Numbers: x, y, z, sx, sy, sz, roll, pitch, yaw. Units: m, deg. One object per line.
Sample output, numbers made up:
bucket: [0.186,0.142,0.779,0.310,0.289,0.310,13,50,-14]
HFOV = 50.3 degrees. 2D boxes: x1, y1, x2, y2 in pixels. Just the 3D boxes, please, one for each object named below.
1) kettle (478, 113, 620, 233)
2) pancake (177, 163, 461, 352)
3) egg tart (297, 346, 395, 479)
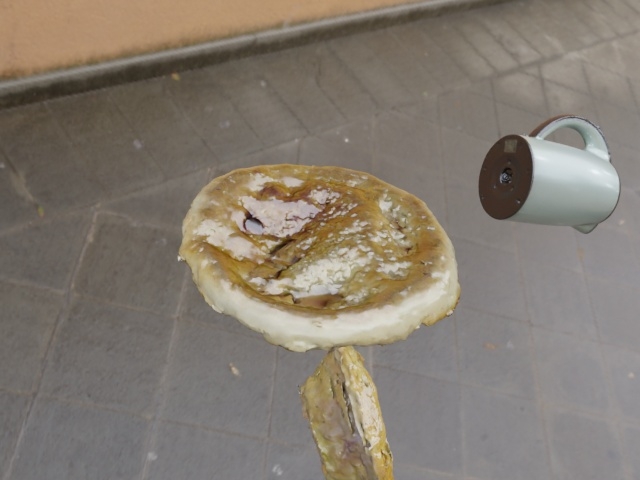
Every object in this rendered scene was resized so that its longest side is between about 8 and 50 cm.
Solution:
kettle: [0.452,-0.132,1.304,0.236,0.161,0.221,7,95,-22]
pancake: [0.000,0.002,0.822,0.356,0.065,0.356,4,37,-3]
egg tart: [0.047,0.351,1.299,0.150,0.352,0.352,-16,60,-2]
